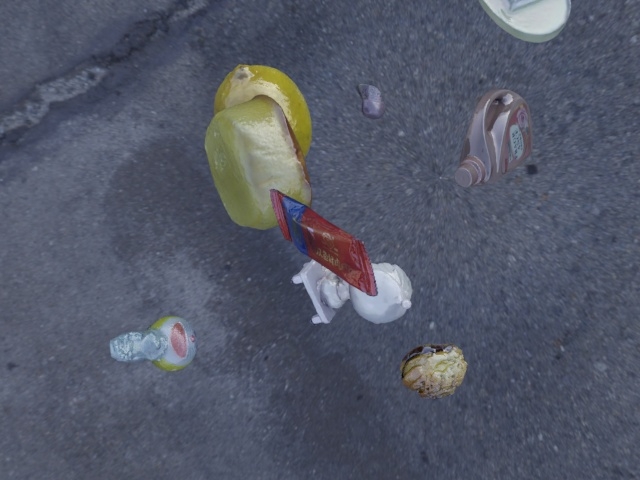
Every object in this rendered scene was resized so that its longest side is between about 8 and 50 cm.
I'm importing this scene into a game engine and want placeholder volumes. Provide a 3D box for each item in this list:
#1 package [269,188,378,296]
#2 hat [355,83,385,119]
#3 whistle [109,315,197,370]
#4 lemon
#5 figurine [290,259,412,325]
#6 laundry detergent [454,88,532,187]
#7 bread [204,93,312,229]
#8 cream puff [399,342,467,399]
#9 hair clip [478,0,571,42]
[{"bbox_3d":[0.000,0.000,0.932,0.022,0.200,0.083,-29,126,-24],"label":"package"},{"bbox_3d":[0.099,-0.285,1.557,0.058,0.087,0.042,8,60,40],"label":"hat"},{"bbox_3d":[-0.342,0.220,1.586,0.123,0.223,0.122,-3,86,37],"label":"whistle"},{"bbox_3d":[-0.136,-0.286,1.799,0.236,0.236,0.263,0,100,9],"label":"lemon"},{"bbox_3d":[0.081,0.099,1.555,0.257,0.144,0.181,-5,98,37],"label":"figurine"},{"bbox_3d":[0.333,-0.203,1.477,0.076,0.237,0.171,9,119,41],"label":"laundry detergent"},{"bbox_3d":[-0.120,-0.148,1.484,0.148,0.270,0.269,-22,91,-25],"label":"bread"},{"bbox_3d":[0.223,0.258,1.467,0.133,0.119,0.104,-11,56,15],"label":"cream puff"},{"bbox_3d":[0.190,-0.309,0.792,0.159,0.071,0.218,-22,89,6],"label":"hair clip"}]
